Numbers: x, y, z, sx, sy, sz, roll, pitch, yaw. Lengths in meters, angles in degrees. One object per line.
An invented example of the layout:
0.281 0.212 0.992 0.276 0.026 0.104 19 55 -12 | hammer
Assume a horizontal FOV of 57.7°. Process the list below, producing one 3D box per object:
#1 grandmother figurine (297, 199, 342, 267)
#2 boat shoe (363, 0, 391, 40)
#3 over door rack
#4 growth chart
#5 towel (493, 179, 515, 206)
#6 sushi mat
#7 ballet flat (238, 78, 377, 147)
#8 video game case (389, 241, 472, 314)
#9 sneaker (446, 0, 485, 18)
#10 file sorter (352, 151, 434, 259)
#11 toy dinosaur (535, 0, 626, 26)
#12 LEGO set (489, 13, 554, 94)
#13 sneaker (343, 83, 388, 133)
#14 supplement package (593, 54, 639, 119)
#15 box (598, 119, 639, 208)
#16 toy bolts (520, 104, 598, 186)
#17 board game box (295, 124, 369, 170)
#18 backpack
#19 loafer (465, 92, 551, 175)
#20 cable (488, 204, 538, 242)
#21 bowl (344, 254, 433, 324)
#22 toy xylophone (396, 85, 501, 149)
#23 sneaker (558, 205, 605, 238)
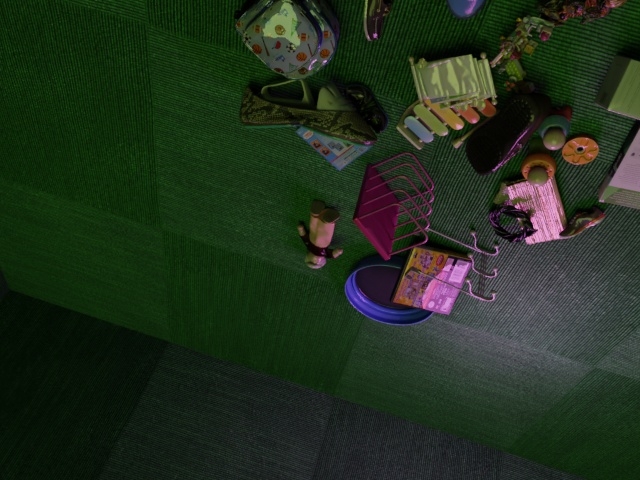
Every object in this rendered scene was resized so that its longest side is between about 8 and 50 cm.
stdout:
0.000 0.000 2.321 0.208 0.104 0.342 40 146 19 | grandmother figurine
0.158 -0.647 1.565 0.068 0.081 0.228 11 136 16 | boat shoe
0.481 0.064 2.085 0.324 0.240 0.108 16 141 3 | over door rack
0.371 -0.441 1.629 0.237 0.021 0.172 4 126 28 | growth chart
0.664 -0.148 1.943 0.148 0.027 0.110 13 139 2 | towel
0.734 -0.099 1.945 0.151 0.019 0.316 -12 136 26 | sushi mat
-0.046 -0.415 1.818 0.482 0.164 0.182 14 110 23 | ballet flat
0.428 0.153 2.259 0.248 0.035 0.275 12 120 -8 | video game case
0.349 -0.642 1.376 0.130 0.236 0.323 11 138 10 | sneaker
0.258 -0.126 1.934 0.182 0.291 0.202 -21 125 33 | file sorter
0.673 -0.626 1.374 0.322 0.164 0.218 -31 135 21 | toy dinosaur
0.518 -0.471 1.555 0.132 0.107 0.287 27 159 18 | LEGO set
0.145 -0.414 1.824 0.067 0.078 0.188 -25 121 39 | sneaker
0.871 -0.375 1.505 0.244 0.139 0.134 18 113 3 | supplement package
1.000 -0.222 1.714 0.232 0.058 0.322 13 137 8 | box
0.704 -0.268 1.701 0.218 0.158 0.228 2 136 19 | toy bolts
0.043 -0.348 1.964 0.211 0.039 0.160 39 136 -21 | board game box
-0.077 -0.593 1.635 0.276 0.213 0.263 -27 132 36 | backpack
0.561 -0.308 1.715 0.134 0.130 0.366 65 158 10 | loafer
0.646 -0.055 1.996 0.150 0.047 0.184 38 160 -9 | cable
0.299 0.208 2.436 0.391 0.077 0.391 11 138 10 | bowl
0.400 -0.389 1.748 0.236 0.081 0.322 32 138 -14 | toy xylophone
0.863 -0.065 1.940 0.158 0.061 0.065 -35 93 28 | sneaker
